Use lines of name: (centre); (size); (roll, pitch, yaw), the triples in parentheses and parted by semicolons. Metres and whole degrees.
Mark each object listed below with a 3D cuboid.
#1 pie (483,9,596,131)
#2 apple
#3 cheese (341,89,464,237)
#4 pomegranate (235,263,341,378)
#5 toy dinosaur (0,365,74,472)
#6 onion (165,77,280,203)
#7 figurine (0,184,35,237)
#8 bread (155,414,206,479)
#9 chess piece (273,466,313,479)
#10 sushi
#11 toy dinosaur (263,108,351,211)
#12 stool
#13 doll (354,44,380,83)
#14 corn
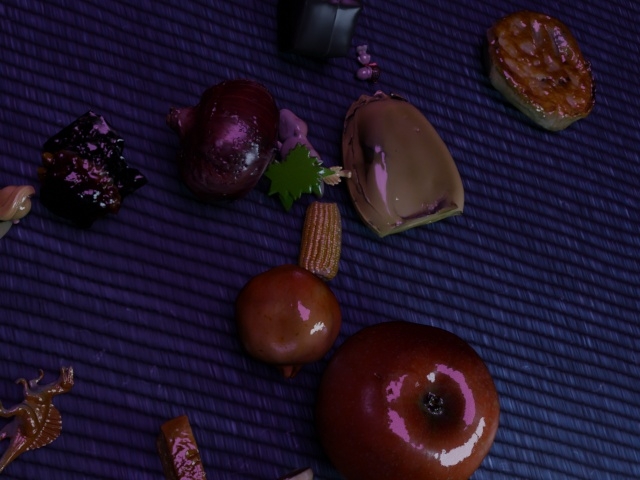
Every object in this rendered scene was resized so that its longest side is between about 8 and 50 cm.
pie: (0.517, -0.410, 2.223); (0.315, 0.092, 0.315); (9, 66, -22)
apple: (0.160, 0.312, 1.735); (0.348, 0.277, 0.349); (6, 70, -17)
cheese: (0.158, -0.169, 1.990); (0.259, 0.128, 0.316); (-18, 84, -33)
pomegranate: (-0.065, 0.144, 1.751); (0.209, 0.209, 0.209); (6, 70, -18)
toy dinosaur: (-0.503, 0.319, 1.624); (0.142, 0.057, 0.212); (10, 80, -37)
onion: (-0.191, -0.198, 1.794); (0.219, 0.252, 0.252); (27, 65, -8)
figurine: (-0.596, -0.038, 1.694); (0.187, 0.083, 0.083); (-36, 87, -17)
bread: (-0.238, 0.406, 1.653); (0.065, 0.103, 0.188); (-15, 80, -24)
chess piece: (0.001, 0.610, 1.670); (0.117, 0.117, 0.397); (-18, 81, -25)
sushi: (-0.438, -0.111, 1.730); (0.172, 0.153, 0.150); (49, 41, -21)
toy dinosaur: (-0.052, -0.160, 1.926); (0.194, 0.152, 0.177); (47, 24, -10)
stool: (-0.003, -0.497, 1.987); (0.141, 0.232, 0.232); (4, 71, -17)
doll: (0.105, -0.390, 2.090); (0.058, 0.040, 0.085); (6, 70, -7)
corn: (0.000, 0.000, 1.904); (0.085, 0.063, 0.165); (1, 68, 6)
